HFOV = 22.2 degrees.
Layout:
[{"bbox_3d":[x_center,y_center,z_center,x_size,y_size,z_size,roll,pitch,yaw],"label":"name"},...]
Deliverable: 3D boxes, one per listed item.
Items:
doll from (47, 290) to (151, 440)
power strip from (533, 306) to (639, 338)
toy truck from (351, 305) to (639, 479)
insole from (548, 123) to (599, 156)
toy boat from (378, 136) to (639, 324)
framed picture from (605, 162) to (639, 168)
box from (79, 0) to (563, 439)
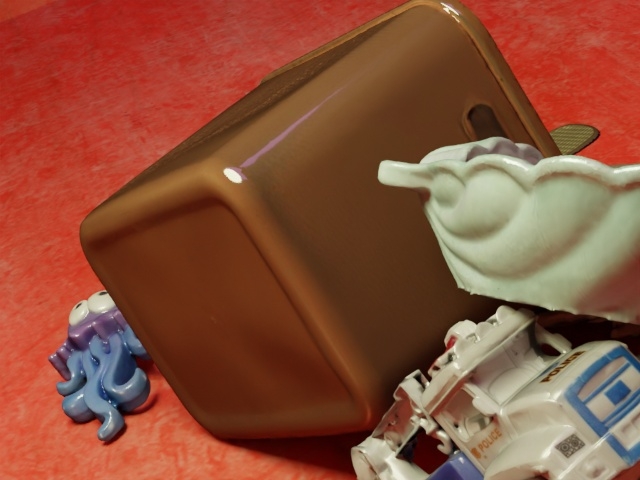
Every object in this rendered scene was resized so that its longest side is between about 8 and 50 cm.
[{"bbox_3d":[-0.190,0.106,1.451,0.110,0.067,0.206,-27,34,5],"label":"doll"},{"bbox_3d":[0.265,0.034,1.255,0.198,0.064,0.213,-13,13,20],"label":"power strip"},{"bbox_3d":[0.126,0.132,0.981,0.161,0.177,0.213,-34,-14,-36],"label":"toy truck"},{"bbox_3d":[0.176,-0.055,1.584,0.253,0.005,0.086,-35,29,-31],"label":"insole"},{"bbox_3d":[0.167,-0.003,0.976,0.199,0.100,0.290,11,0,-44],"label":"toy boat"},{"bbox_3d":[0.244,-0.021,1.337,0.240,0.020,0.324,-25,12,-30],"label":"framed picture"},{"bbox_3d":[0.000,0.000,1.240,0.229,0.239,0.339,-37,10,-26],"label":"box"}]
